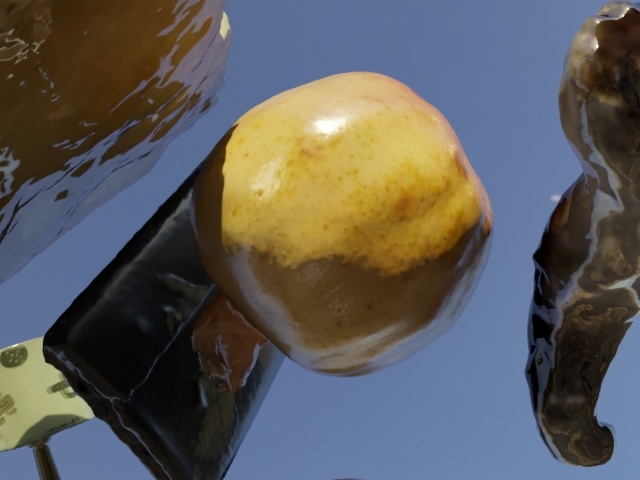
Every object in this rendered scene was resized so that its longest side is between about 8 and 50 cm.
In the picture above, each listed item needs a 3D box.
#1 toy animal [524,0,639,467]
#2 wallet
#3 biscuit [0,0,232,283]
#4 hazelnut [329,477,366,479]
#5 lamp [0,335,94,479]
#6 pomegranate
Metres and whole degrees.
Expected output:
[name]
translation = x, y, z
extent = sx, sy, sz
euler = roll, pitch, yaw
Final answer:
[toy animal]
translation = 0.270, -0.046, 0.607
extent = 0.344, 0.194, 0.302
euler = -40, -61, -39
[wallet]
translation = -0.079, 0.045, 0.722
extent = 0.170, 0.044, 0.321
euler = 58, -150, -19
[biscuit]
translation = -0.211, -0.048, 0.574
extent = 0.446, 0.429, 0.104
euler = -43, -90, -19
[hazelnut]
translation = 0.020, 0.331, 0.848
extent = 0.208, 0.208, 0.208
euler = -11, -68, -30
[lamp]
translation = -0.262, 0.203, 0.875
extent = 0.121, 0.121, 0.214
euler = -17, -96, -28
[pomegranate]
translation = 0.012, -0.012, 0.604
extent = 0.207, 0.207, 0.207
euler = -11, -68, -30
